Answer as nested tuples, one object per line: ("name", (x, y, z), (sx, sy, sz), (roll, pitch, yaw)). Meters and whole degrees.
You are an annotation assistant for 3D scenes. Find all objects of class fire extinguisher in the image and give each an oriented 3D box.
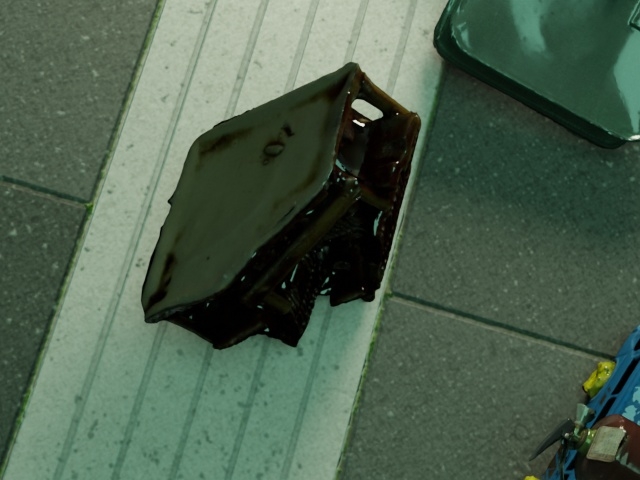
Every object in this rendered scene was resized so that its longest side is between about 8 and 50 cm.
("fire extinguisher", (0.364, 0.269, 1.100), (0.269, 0.105, 0.105), (31, 76, 0))

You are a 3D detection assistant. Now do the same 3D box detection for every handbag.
("handbag", (0.339, -0.288, 1.354), (0.326, 0.089, 0.238), (27, 89, -5))

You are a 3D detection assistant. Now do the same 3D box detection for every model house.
("model house", (0.000, 0.000, 1.206), (0.282, 0.297, 0.317), (33, 63, -45))

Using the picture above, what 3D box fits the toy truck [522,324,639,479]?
("toy truck", (0.371, 0.282, 1.232), (0.161, 0.162, 0.385), (36, 76, 2))
